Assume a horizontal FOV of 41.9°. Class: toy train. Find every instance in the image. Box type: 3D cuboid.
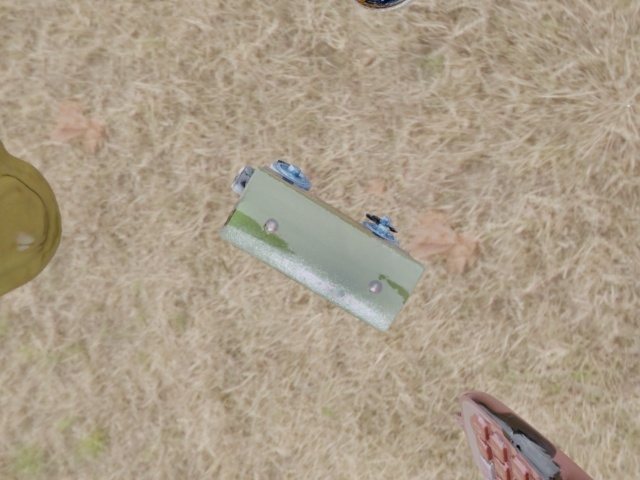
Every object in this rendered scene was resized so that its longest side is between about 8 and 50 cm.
[{"bbox_3d":[0.000,0.000,1.187,0.300,0.202,0.131,30,104,-6],"label":"toy train"}]

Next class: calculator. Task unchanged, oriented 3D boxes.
[{"bbox_3d":[0.229,0.261,0.732,0.048,0.220,0.329,-35,50,-11],"label":"calculator"}]

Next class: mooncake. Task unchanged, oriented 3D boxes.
[{"bbox_3d":[-0.425,-0.025,0.960,0.117,0.235,0.234,-14,94,41],"label":"mooncake"}]

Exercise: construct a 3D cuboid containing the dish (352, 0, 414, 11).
[{"bbox_3d":[0.092,-0.321,0.933,0.141,0.078,0.141,3,94,37],"label":"dish"}]
